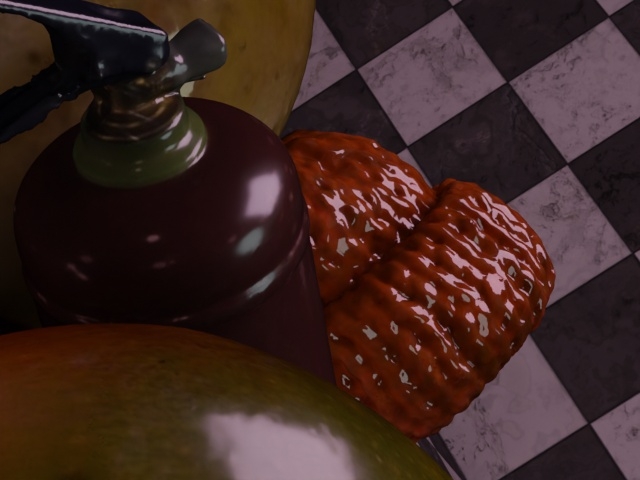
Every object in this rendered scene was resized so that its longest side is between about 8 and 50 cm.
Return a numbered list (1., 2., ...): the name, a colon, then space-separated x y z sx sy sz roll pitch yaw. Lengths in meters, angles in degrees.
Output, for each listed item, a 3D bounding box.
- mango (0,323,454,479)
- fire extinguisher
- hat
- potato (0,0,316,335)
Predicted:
1. mango: -0.019 0.113 0.504 0.289 0.146 0.129 36 44 -34
2. fire extinguisher: -0.061 0.044 0.585 0.102 0.138 0.344 39 -30 44
3. hat: 0.000 0.000 1.528 0.400 0.285 0.285 43 3 1
4. potato: -0.105 -0.090 0.709 0.242 0.242 0.285 58 14 7
